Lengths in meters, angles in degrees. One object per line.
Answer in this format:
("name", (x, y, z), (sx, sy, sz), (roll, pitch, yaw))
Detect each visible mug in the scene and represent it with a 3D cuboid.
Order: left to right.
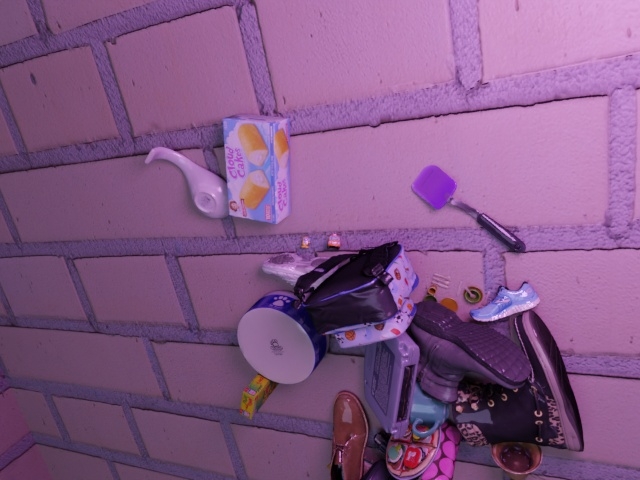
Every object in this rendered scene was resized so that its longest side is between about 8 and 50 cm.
("mug", (0.294, 0.444, 1.360), (0.097, 0.129, 0.158), (4, 74, 15))

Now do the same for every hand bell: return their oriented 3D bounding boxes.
("hand bell", (0.532, 0.644, 1.380), (0.126, 0.126, 0.242), (2, 125, 25))

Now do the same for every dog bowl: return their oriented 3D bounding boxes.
("dog bowl", (-0.111, 0.289, 1.513), (0.264, 0.104, 0.265), (10, 116, 21))

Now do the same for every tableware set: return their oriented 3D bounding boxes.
("tableware set", (0.341, 0.149, 1.280), (0.154, 0.024, 0.104), (19, 119, 17))

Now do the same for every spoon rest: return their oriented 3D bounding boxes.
("spoon rest", (-0.362, -0.170, 1.457), (0.276, 0.084, 0.137), (40, 125, -11))

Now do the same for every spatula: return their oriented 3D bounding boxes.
("spatula", (0.347, -0.067, 1.175), (0.296, 0.030, 0.084), (36, 121, 7))

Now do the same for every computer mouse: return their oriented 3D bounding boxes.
("computer mouse", (0.168, 0.722, 1.488), (0.188, 0.272, 0.072), (43, 164, -1))

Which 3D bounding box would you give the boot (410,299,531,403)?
("boot", (0.339, 0.308, 1.228), (0.338, 0.118, 0.223), (34, 128, 50))

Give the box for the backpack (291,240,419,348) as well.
("backpack", (0.118, 0.121, 1.236), (0.276, 0.263, 0.213), (-15, 110, 35))

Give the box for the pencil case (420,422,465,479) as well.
("pencil case", (0.328, 0.602, 1.378), (0.095, 0.209, 0.098), (17, 127, 18))

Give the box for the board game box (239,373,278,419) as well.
("board game box", (-0.180, 0.453, 1.574), (0.043, 0.181, 0.092), (21, 120, 16))

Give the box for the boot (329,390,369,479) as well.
("boot", (0.078, 0.615, 1.538), (0.112, 0.115, 0.306), (0, 94, 25))

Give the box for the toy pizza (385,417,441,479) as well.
("toy pizza", (0.249, 0.557, 1.404), (0.032, 0.201, 0.201), (40, 125, -18))

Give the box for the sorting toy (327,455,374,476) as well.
("sorting toy", (0.155, 0.752, 1.625), (0.274, 0.046, 0.133), (21, 120, 19))

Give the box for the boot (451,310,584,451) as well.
("boot", (0.459, 0.365, 1.259), (0.284, 0.138, 0.378), (-16, 110, 31))

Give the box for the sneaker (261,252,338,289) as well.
("sneaker", (-0.060, 0.104, 1.418), (0.232, 0.090, 0.115), (7, 118, 24))

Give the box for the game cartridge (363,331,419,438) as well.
("game cartridge", (0.180, 0.348, 1.358), (0.062, 0.198, 0.298), (-4, 116, -16))

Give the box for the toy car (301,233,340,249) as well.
("toy car", (0.000, 0.000, 1.362), (0.121, 0.060, 0.041), (5, 82, 17))

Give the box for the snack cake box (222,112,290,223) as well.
("snack cake box", (-0.164, -0.189, 1.334), (0.152, 0.089, 0.265), (10, 116, 21))

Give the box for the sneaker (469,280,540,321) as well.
("sneaker", (0.432, 0.144, 1.215), (0.162, 0.063, 0.073), (-23, 83, 16))
